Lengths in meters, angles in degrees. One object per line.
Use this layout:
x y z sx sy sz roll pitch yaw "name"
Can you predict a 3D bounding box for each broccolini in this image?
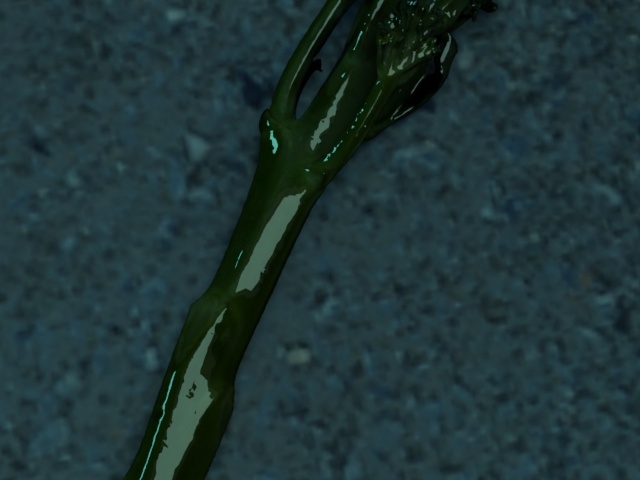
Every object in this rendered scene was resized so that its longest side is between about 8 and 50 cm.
-0.005 -0.003 0.624 0.079 0.074 0.392 22 76 2 "broccolini"
